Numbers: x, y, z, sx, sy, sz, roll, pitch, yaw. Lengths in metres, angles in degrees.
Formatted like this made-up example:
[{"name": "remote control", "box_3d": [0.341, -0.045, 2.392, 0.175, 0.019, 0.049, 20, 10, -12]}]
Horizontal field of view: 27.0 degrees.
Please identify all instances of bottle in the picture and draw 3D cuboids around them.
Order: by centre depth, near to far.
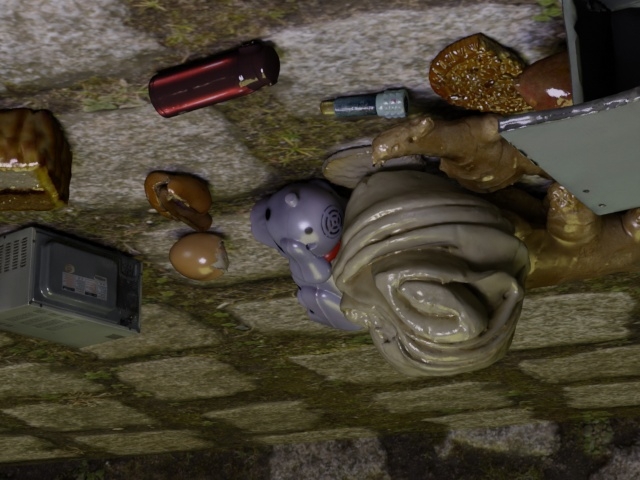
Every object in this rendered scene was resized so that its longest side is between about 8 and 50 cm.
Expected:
[{"name": "bottle", "box_3d": [-0.124, -0.192, 1.582, 0.164, 0.060, 0.060, -12, 158, 29]}]

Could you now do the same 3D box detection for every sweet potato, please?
[{"name": "sweet potato", "box_3d": [0.412, -0.192, 1.543, 0.385, 0.109, 0.109, -7, 161, -2]}]

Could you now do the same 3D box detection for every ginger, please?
[{"name": "ginger", "box_3d": [0.201, -0.118, 1.756, 0.333, 0.081, 0.148, 10, 160, -41]}, {"name": "ginger", "box_3d": [0.387, -0.028, 2.037, 0.375, 0.166, 0.236, -17, 126, -13]}]

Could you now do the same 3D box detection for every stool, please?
[{"name": "stool", "box_3d": [0.296, -0.189, 1.324, 0.170, 0.244, 0.269, -13, 158, 29]}]

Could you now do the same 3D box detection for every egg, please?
[{"name": "egg", "box_3d": [-0.197, 0.027, 2.159, 0.096, 0.080, 0.080, -8, 160, 10]}]

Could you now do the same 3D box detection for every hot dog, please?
[{"name": "hot dog", "box_3d": [-0.205, -0.056, 1.955, 0.089, 0.060, 0.140, -1, 165, 13]}]

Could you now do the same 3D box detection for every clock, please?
[{"name": "clock", "box_3d": [-0.001, 0.001, 1.996, 0.189, 0.189, 0.254, -12, 145, 28]}]

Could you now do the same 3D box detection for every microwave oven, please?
[{"name": "microwave oven", "box_3d": [-0.430, 0.077, 2.198, 0.194, 0.145, 0.240, -19, 154, 35]}]

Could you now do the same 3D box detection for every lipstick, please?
[{"name": "lipstick", "box_3d": [0.052, -0.170, 1.685, 0.116, 0.037, 0.037, -2, 161, 16]}]

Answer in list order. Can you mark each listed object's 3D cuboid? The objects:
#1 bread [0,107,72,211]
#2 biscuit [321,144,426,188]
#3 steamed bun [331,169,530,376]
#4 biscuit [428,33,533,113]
[{"name": "bread", "box_3d": [-0.446, -0.102, 1.767, 0.222, 0.096, 0.181, 0, 158, -2]}, {"name": "biscuit", "box_3d": [0.076, -0.101, 1.897, 0.152, 0.020, 0.152, 0, 160, 0]}, {"name": "steamed bun", "box_3d": [0.168, 0.043, 1.850, 0.276, 0.289, 0.203, -3, 177, -24]}, {"name": "biscuit", "box_3d": [0.202, -0.192, 1.637, 0.126, 0.025, 0.206, -15, 156, 35]}]
